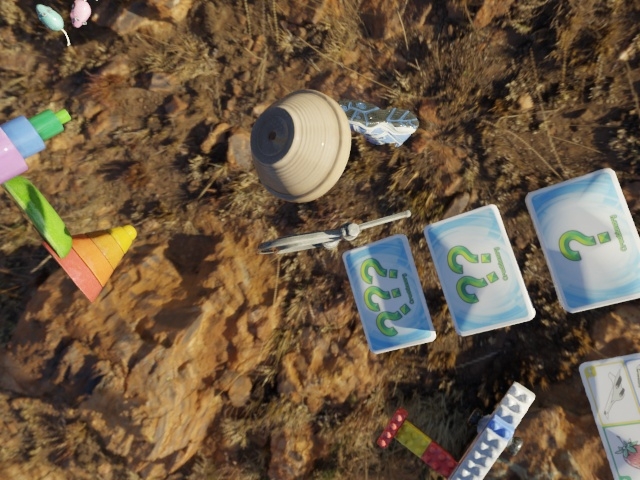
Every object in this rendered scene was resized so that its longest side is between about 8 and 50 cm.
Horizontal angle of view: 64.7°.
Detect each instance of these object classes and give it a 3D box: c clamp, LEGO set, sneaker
[{"bbox_3d":[0.000,0.000,0.523,0.137,0.161,0.022,-12,88,-15],"label":"c clamp"},{"bbox_3d":[0.115,0.099,0.301,0.183,0.060,0.244,-18,82,24],"label":"LEGO set"},{"bbox_3d":[0.111,-0.254,1.126,0.211,0.080,0.081,9,142,-17],"label":"sneaker"}]

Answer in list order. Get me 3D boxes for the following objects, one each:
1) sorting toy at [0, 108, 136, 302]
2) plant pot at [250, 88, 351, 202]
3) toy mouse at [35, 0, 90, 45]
[{"bbox_3d":[-0.337,-0.046,0.697,0.127,0.365,0.126,42,63,18],"label":"sorting toy"},{"bbox_3d":[-0.065,-0.201,1.035,0.237,0.110,0.237,-3,85,34],"label":"plant pot"},{"bbox_3d":[-0.573,-0.513,1.138,0.031,0.161,0.143,25,121,34],"label":"toy mouse"}]
